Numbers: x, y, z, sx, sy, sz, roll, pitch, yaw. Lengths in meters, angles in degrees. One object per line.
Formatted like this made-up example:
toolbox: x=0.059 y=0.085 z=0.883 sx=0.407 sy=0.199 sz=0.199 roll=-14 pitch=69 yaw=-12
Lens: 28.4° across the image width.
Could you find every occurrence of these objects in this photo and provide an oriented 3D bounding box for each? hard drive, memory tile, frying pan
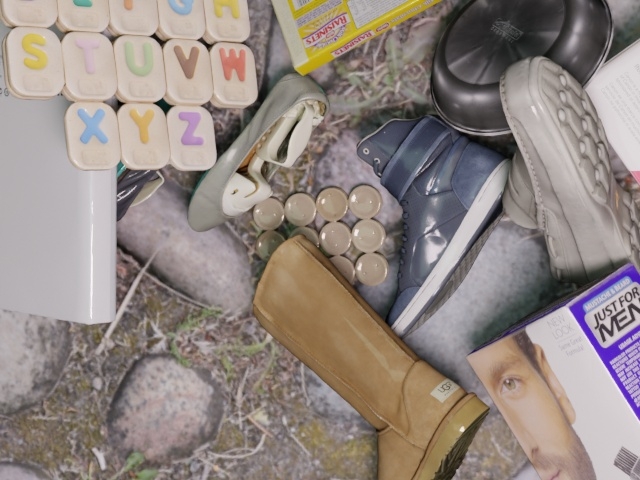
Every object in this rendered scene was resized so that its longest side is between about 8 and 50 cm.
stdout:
hard drive: x=-0.309 y=-0.096 z=1.400 sx=0.233 sy=0.047 sz=0.353 roll=5 pitch=95 yaw=42
memory tile: x=0.000 y=0.000 z=1.385 sx=0.148 sy=0.012 sz=0.113 roll=-7 pitch=92 yaw=16
frying pan: x=0.245 y=-0.220 z=1.229 sx=0.326 sy=0.053 sz=0.197 roll=-29 pitch=45 yaw=18

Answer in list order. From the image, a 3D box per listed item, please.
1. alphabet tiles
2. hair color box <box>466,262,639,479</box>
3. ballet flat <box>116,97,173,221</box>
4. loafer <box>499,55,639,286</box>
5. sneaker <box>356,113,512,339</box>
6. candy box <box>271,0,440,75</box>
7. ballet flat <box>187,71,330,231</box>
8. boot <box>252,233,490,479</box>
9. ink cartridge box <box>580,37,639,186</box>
alphabet tiles: x=-0.192 y=-0.209 z=1.302 sx=0.021 sy=0.284 sz=0.278 roll=-16 pitch=78 yaw=54
hair color box: x=0.305 y=0.211 z=1.220 sx=0.339 sy=0.110 sz=0.185 roll=60 pitch=149 yaw=6
ballet flat: x=-0.190 y=-0.094 z=1.405 sx=0.074 sy=0.074 sz=0.203 roll=47 pitch=106 yaw=8
loafer: x=0.220 y=-0.049 z=1.185 sx=0.111 sy=0.319 sz=0.112 roll=-8 pitch=51 yaw=25
sneaker: x=0.090 y=-0.023 z=1.322 sx=0.163 sy=0.086 sz=0.226 roll=35 pitch=106 yaw=15
candy box: x=0.050 y=-0.264 z=1.327 sx=0.206 sy=0.027 sz=0.105 roll=-26 pitch=64 yaw=16
ballet flat: x=-0.067 y=-0.084 z=1.362 sx=0.068 sy=0.072 sz=0.213 roll=44 pitch=103 yaw=35
boot: x=0.035 y=0.156 z=1.339 sx=0.269 sy=0.089 sz=0.236 roll=41 pitch=130 yaw=20
ink cartridge box: x=0.418 y=-0.142 z=1.204 sx=0.283 sy=0.117 sz=0.207 roll=-35 pitch=84 yaw=16
